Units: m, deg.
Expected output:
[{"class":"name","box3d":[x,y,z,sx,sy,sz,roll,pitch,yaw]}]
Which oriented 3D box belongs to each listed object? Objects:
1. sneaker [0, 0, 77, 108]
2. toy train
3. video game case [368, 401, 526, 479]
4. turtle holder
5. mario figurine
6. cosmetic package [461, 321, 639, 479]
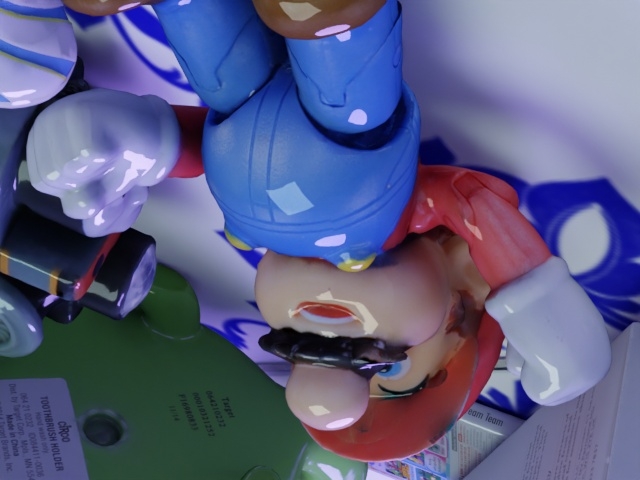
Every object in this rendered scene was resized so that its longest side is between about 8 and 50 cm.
[{"class":"sneaker","box3d":[-0.168,-0.148,0.622,0.126,0.091,0.240,-5,141,43]},{"class":"toy train","box3d":[-0.241,-0.063,0.805,0.334,0.142,0.190,24,145,5]},{"class":"video game case","box3d":[0.073,0.136,0.997,0.143,0.019,0.157,19,154,16]},{"class":"turtle holder","box3d":[-0.133,0.159,0.962,0.243,0.320,0.227,41,134,21]},{"class":"mario figurine","box3d":[0.000,0.000,0.618,0.198,0.170,0.320,47,168,41]},{"class":"cosmetic package","box3d":[0.185,0.197,0.832,0.197,0.155,0.365,17,153,-2]}]
